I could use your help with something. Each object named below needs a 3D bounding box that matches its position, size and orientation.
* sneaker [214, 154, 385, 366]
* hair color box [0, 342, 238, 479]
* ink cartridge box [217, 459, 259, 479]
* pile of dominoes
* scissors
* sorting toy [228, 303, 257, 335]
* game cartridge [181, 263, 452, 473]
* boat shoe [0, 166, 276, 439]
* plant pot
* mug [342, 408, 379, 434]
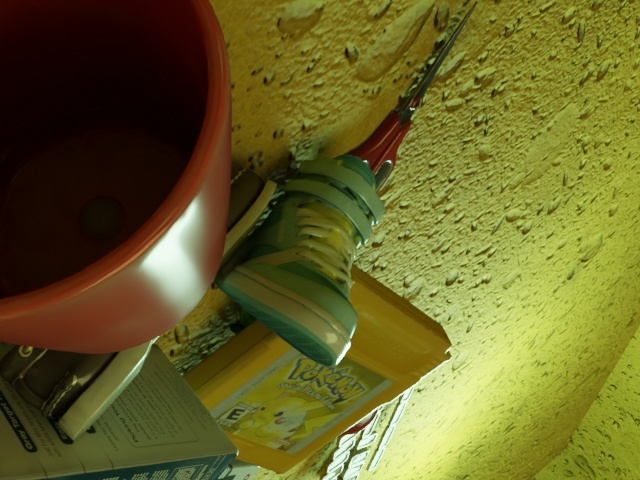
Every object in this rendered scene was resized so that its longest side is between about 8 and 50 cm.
[{"bbox_3d":[0.000,0.000,0.933,0.127,0.319,0.208,41,84,-19],"label":"sneaker"},{"bbox_3d":[-0.254,0.190,0.885,0.105,0.174,0.347,-52,151,14],"label":"hair color box"},{"bbox_3d":[-0.200,0.335,1.242,0.153,0.087,0.208,-52,153,11],"label":"ink cartridge box"},{"bbox_3d":[0.075,0.369,1.743,0.196,0.040,0.251,-6,124,-50],"label":"pile of dominoes"},{"bbox_3d":[0.104,-0.151,1.100,0.297,0.021,0.109,-51,149,7],"label":"scissors"},{"bbox_3d":[-0.087,0.097,1.145,0.061,0.042,0.102,-54,143,-19],"label":"sorting toy"},{"bbox_3d":[-0.012,0.179,1.181,0.323,0.053,0.285,-36,140,17],"label":"game cartridge"},{"bbox_3d":[-0.161,0.033,0.864,0.324,0.096,0.116,-52,-179,-29],"label":"boat shoe"},{"bbox_3d":[-0.178,-0.046,0.615,0.275,0.275,0.243,-41,163,-10],"label":"plant pot"},{"bbox_3d":[0.025,0.195,1.369,0.150,0.113,0.169,-64,153,-21],"label":"mug"}]
